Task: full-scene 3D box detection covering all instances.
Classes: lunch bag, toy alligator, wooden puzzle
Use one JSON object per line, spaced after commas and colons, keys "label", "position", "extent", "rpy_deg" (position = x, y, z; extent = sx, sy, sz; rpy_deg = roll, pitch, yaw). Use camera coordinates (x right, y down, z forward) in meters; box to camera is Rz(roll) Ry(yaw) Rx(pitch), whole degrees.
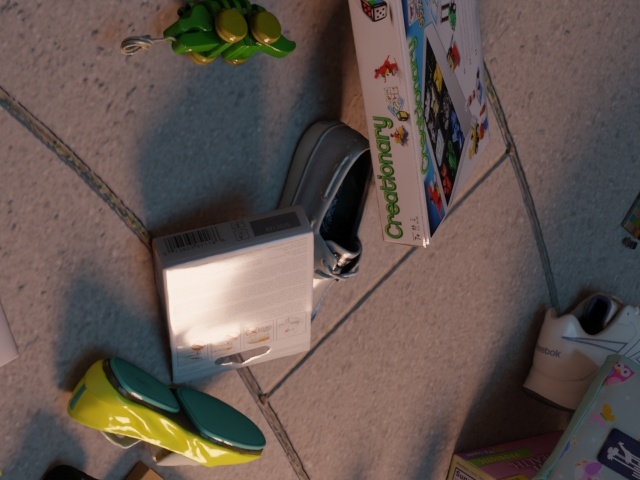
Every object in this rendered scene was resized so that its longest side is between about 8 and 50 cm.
{"label": "lunch bag", "position": [0.373, 0.287, 1.878], "extent": [0.262, 0.160, 0.223], "rpy_deg": [42, 71, -25]}
{"label": "toy alligator", "position": [-0.098, -0.185, 1.387], "extent": [0.190, 0.056, 0.051], "rpy_deg": [-4, 72, -43]}
{"label": "wooden puzzle", "position": [0.397, -0.030, 2.005], "extent": [0.049, 0.006, 0.083], "rpy_deg": [33, 87, -49]}

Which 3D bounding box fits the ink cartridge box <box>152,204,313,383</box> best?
{"label": "ink cartridge box", "position": [-0.079, 0.052, 1.516], "extent": [0.145, 0.045, 0.179], "rpy_deg": [-14, 143, -13]}

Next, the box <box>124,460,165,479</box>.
{"label": "box", "position": [-0.195, 0.333, 1.597], "extent": [0.201, 0.021, 0.164], "rpy_deg": [-51, 138, -11]}

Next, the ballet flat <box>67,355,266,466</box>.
{"label": "ballet flat", "position": [-0.149, 0.174, 1.527], "extent": [0.077, 0.077, 0.231], "rpy_deg": [-44, 138, 13]}

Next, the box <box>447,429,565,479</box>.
{"label": "box", "position": [0.245, 0.379, 1.996], "extent": [0.213, 0.117, 0.243], "rpy_deg": [-5, 116, -43]}

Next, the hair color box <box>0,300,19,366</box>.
{"label": "hair color box", "position": [-0.357, -0.021, 1.170], "extent": [0.174, 0.105, 0.347], "rpy_deg": [-34, 132, -28]}

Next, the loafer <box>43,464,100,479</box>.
{"label": "loafer", "position": [-0.251, 0.292, 1.490], "extent": [0.170, 0.062, 0.061], "rpy_deg": [-58, 144, -1]}

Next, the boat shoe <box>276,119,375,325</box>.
{"label": "boat shoe", "position": [0.001, -0.001, 1.562], "extent": [0.079, 0.081, 0.227], "rpy_deg": [-1, 112, -45]}

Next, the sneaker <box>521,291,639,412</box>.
{"label": "sneaker", "position": [0.376, 0.126, 2.000], "extent": [0.297, 0.111, 0.129], "rpy_deg": [-10, 113, -43]}

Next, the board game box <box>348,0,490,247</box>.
{"label": "board game box", "position": [0.098, -0.172, 1.534], "extent": [0.193, 0.053, 0.305], "rpy_deg": [-56, 146, -45]}
